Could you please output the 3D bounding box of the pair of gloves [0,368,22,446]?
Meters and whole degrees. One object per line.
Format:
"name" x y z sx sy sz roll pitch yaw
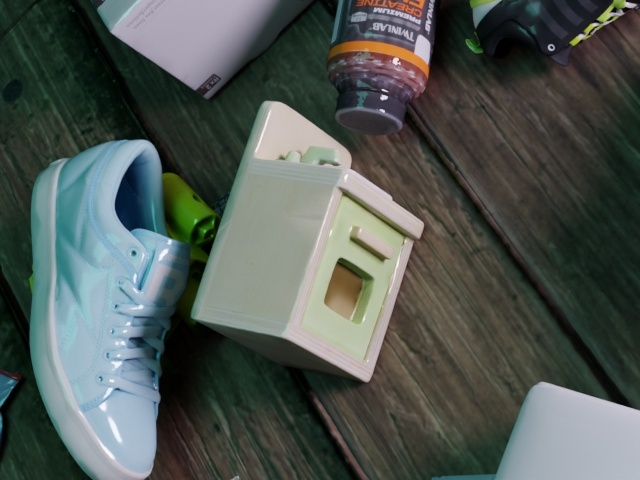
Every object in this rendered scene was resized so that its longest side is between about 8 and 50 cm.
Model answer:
"pair of gloves" -0.420 0.199 2.082 0.198 0.023 0.159 18 80 38

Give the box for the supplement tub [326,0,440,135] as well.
"supplement tub" 0.065 -0.209 1.869 0.106 0.106 0.198 -2 69 34

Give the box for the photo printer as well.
"photo printer" 0.237 0.293 1.527 0.256 0.107 0.307 15 79 38

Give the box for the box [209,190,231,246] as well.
"box" -0.086 -0.012 1.942 0.067 0.018 0.083 -37 54 16

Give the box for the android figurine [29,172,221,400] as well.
"android figurine" -0.212 0.041 1.969 0.273 0.056 0.248 42 103 37

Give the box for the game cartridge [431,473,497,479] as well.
"game cartridge" 0.136 0.241 1.680 0.083 0.017 0.056 -6 63 33

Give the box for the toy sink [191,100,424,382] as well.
"toy sink" 0.000 0.000 1.793 0.131 0.153 0.234 9 74 37

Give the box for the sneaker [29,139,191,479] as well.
"sneaker" -0.198 0.060 1.838 0.150 0.135 0.366 -25 65 31

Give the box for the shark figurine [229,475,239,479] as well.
"shark figurine" -0.068 0.371 1.734 0.116 0.166 0.278 -17 39 0

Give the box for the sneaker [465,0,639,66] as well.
"sneaker" 0.249 -0.217 1.778 0.234 0.084 0.097 -2 93 35

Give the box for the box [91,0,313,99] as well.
"box" -0.131 -0.279 1.984 0.181 0.182 0.119 -42 52 12
